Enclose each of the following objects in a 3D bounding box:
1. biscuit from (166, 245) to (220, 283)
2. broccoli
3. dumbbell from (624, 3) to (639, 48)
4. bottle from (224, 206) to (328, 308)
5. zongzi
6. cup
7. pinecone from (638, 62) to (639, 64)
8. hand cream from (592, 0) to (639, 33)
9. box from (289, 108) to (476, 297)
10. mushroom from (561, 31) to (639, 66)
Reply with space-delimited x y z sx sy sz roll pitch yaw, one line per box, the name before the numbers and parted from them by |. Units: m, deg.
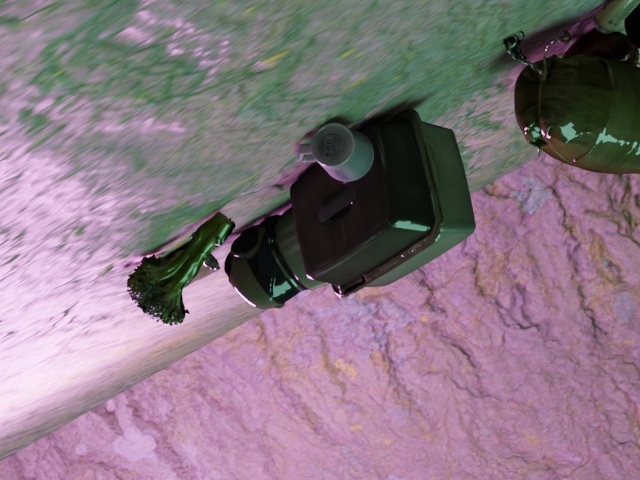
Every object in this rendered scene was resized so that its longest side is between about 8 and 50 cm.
biscuit | -0.245 0.060 2.123 0.141 0.038 0.290 -28 174 -3
broccoli | -0.209 0.035 1.890 0.204 0.118 0.122 -47 159 12
dumbbell | 0.593 -0.376 2.103 0.100 0.100 0.191 -33 173 34
bottle | -0.002 -0.001 2.172 0.347 0.168 0.168 -28 174 10
zongzi | 0.362 -0.206 2.017 0.447 0.181 0.418 8 175 -35
cup | 0.014 -0.124 1.723 0.104 0.074 0.116 -1 176 13
pinecone | 0.723 -0.377 2.471 0.173 0.173 0.173 -29 174 -3
hand cream | 0.476 -0.375 1.910 0.061 0.039 0.143 -14 156 -44
box | 0.090 -0.053 1.906 0.166 0.220 0.290 3 155 -35
mushroom | 0.486 -0.319 2.154 0.170 0.080 0.135 -15 176 -30
